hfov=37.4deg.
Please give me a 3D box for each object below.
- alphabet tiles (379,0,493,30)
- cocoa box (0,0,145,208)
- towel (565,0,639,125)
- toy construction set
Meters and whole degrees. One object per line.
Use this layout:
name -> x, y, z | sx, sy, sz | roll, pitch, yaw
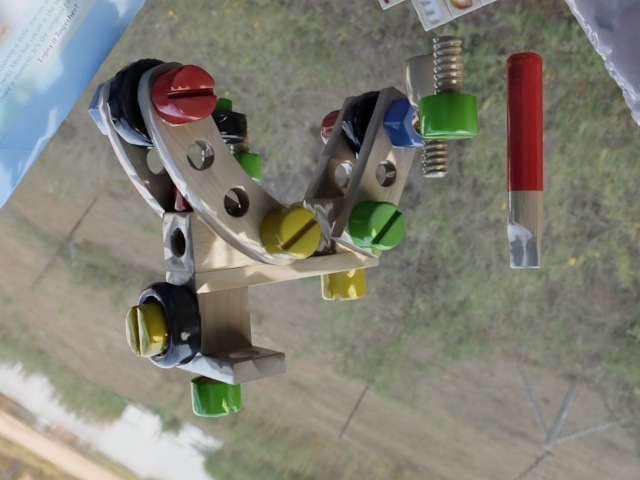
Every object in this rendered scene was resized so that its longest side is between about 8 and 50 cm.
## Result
alphabet tiles -> 0.123, -0.326, 0.948 | 0.237, 0.009, 0.198 | -14, 109, 46
cocoa box -> -0.234, -0.239, 0.578 | 0.228, 0.347, 0.231 | 45, -168, 36
towel -> 0.254, -0.249, 0.497 | 0.332, 0.317, 0.053 | -32, 146, 19
toy construction set -> 0.000, 0.000, 0.660 | 0.308, 0.237, 0.257 | -2, 177, 28
